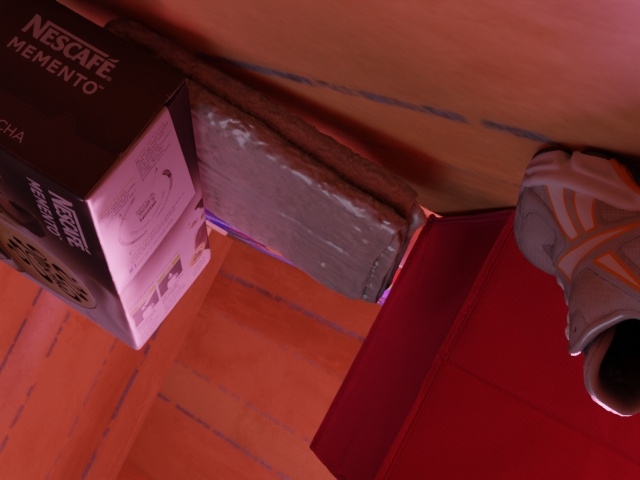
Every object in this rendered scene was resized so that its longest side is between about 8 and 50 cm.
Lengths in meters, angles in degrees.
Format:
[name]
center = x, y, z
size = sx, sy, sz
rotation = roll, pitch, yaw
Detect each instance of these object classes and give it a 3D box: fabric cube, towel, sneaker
[fabric cube]
center = 0.177, 0.142, 1.000
size = 0.258, 0.259, 0.254
rotation = 29, 176, -8
[towel]
center = -0.052, -0.059, 0.931
size = 0.282, 0.049, 0.187
rotation = 33, 158, 6
[sneaker]
center = 0.151, 0.023, 0.600
size = 0.099, 0.121, 0.262
rotation = 28, 176, -11

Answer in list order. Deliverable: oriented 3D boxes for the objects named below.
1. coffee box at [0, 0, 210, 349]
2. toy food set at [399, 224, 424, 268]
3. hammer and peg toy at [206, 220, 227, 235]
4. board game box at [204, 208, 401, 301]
[coffee box]
center = -0.192, -0.048, 0.928
size = 0.168, 0.119, 0.297
rotation = 32, 158, 12
[toy food set]
center = -0.048, -0.043, 1.191
size = 0.219, 0.092, 0.306
rotation = 30, 174, -41
[hammer and peg toy]
center = -0.295, -0.110, 1.651
size = 0.265, 0.127, 0.361
rotation = 27, 176, 22
[board game box]
center = 0.000, 0.000, 1.531
size = 0.347, 0.078, 0.233
rotation = 23, 175, 35
